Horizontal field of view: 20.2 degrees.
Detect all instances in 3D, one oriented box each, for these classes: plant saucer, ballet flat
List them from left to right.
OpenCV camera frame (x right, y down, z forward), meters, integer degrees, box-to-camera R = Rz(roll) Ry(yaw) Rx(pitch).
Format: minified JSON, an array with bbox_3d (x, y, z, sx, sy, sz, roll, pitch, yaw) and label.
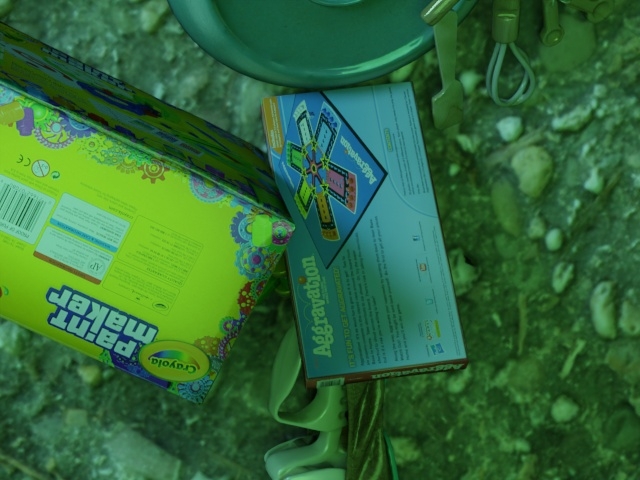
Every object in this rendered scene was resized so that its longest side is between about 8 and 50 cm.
[{"bbox_3d":[0.009,0.167,1.684,0.124,0.116,0.342,-11,118,-25],"label":"ballet flat"},{"bbox_3d":[0.017,-0.255,1.554,0.317,0.043,0.317,-8,131,-9],"label":"plant saucer"}]

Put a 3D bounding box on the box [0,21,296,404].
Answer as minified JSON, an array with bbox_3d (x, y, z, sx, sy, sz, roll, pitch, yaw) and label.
[{"bbox_3d":[-0.200,-0.036,1.528,0.290,0.279,0.177,26,101,-14],"label":"box"}]

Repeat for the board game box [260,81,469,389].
[{"bbox_3d":[0.036,-0.009,1.607,0.145,0.027,0.281,-6,65,-7],"label":"board game box"}]

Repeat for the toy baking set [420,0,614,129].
[{"bbox_3d":[0.179,-0.205,1.612,0.256,0.030,0.197,-42,140,9],"label":"toy baking set"}]

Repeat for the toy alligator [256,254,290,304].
[{"bbox_3d":[0.000,0.000,1.690,0.190,0.056,0.051,-29,65,-6],"label":"toy alligator"}]
